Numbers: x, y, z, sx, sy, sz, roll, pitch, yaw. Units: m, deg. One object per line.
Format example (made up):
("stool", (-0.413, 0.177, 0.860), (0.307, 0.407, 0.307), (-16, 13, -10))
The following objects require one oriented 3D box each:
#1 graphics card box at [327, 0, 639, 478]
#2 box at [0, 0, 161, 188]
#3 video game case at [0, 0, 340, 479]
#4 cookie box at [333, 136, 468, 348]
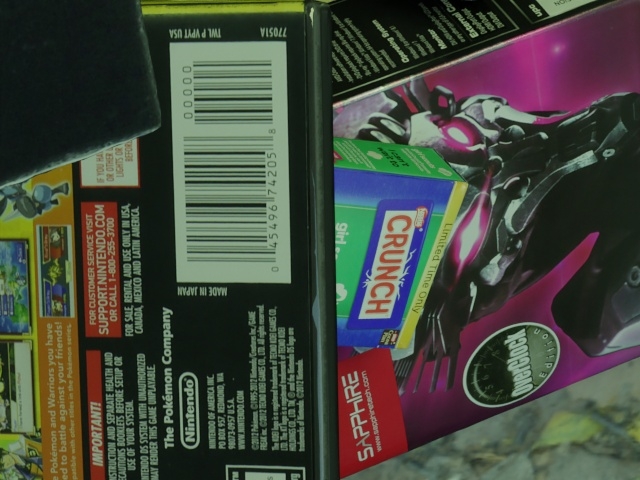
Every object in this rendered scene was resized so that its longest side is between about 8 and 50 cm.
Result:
("graphics card box", (0.064, -0.018, 0.933), (0.371, 0.094, 0.233), (-21, 128, -12))
("box", (-0.192, -0.212, 0.481), (0.179, 0.312, 0.343), (-21, 148, -12))
("video game case", (-0.117, 0.039, 0.778), (0.248, 0.035, 0.275), (0, 98, 10))
("cookie box", (0.000, 0.000, 0.828), (0.107, 0.040, 0.092), (4, 118, -27))
